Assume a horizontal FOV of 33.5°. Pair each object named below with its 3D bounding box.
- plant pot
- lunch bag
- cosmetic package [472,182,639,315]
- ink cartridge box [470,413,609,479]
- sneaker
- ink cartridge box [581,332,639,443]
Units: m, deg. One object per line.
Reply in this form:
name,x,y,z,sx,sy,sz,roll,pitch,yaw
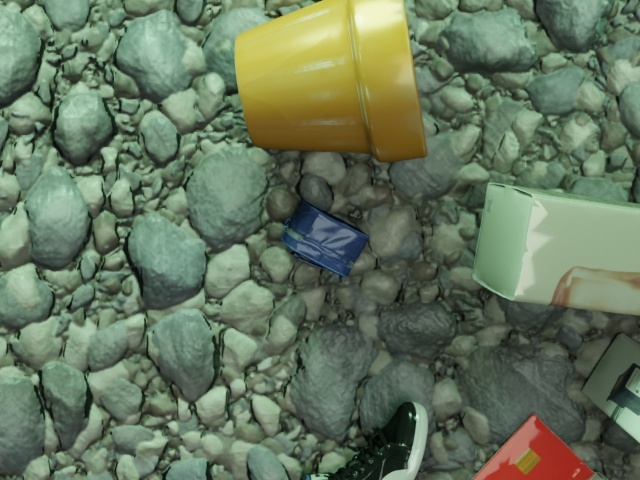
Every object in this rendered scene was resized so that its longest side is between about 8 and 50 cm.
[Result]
plant pot,0.010,-0.178,1.170,0.187,0.205,0.205,-9,103,6
lunch bag,0.000,0.000,1.256,0.098,0.067,0.065,26,94,-14
cosmetic package,0.353,0.016,1.287,0.296,0.153,0.129,8,98,-11
ink cartridge box,0.276,0.421,1.392,0.261,0.066,0.296,43,90,-16
sneaker,0.043,0.288,1.312,0.121,0.079,0.217,20,97,-16
ink cartridge box,0.454,0.224,1.302,0.172,0.237,0.100,31,96,-15
